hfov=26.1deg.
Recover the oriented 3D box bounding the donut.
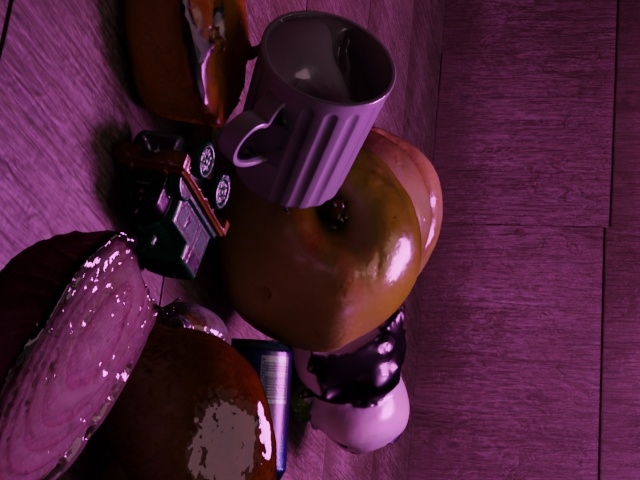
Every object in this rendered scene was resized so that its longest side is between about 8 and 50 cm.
[{"bbox_3d":[-0.147,-0.257,1.612,0.253,0.118,0.254,4,90,-78],"label":"donut"}]

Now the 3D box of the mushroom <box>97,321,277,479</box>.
[{"bbox_3d":[-0.144,0.231,1.496,0.263,0.195,0.283,62,32,-76],"label":"mushroom"}]

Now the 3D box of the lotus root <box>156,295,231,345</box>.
[{"bbox_3d":[-0.158,0.113,1.657,0.165,0.088,0.088,58,35,-66],"label":"lotus root"}]

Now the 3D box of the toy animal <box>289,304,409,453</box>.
[{"bbox_3d":[0.044,0.235,2.334,0.212,0.212,0.267,-69,159,-56],"label":"toy animal"}]

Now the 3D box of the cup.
[{"bbox_3d":[-0.040,-0.155,1.691,0.202,0.221,0.167,113,-35,-45],"label":"cup"}]

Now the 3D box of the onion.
[{"bbox_3d":[-0.256,0.101,1.218,0.247,0.111,0.250,-59,167,-21],"label":"onion"}]

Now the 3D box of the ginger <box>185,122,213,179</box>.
[{"bbox_3d":[-0.155,-0.115,1.759,0.057,0.044,0.137,39,50,-51],"label":"ginger"}]

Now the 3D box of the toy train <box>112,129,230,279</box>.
[{"bbox_3d":[-0.173,-0.041,1.581,0.228,0.091,0.136,64,40,-64],"label":"toy train"}]

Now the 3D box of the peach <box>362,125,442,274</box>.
[{"bbox_3d":[0.078,-0.052,2.365,0.292,0.247,0.292,42,34,-38],"label":"peach"}]

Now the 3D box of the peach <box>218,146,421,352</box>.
[{"bbox_3d":[0.000,0.003,1.919,0.316,0.281,0.314,93,-2,-60],"label":"peach"}]

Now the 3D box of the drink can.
[{"bbox_3d":[-0.100,0.236,1.863,0.118,0.118,0.205,32,61,-75],"label":"drink can"}]
